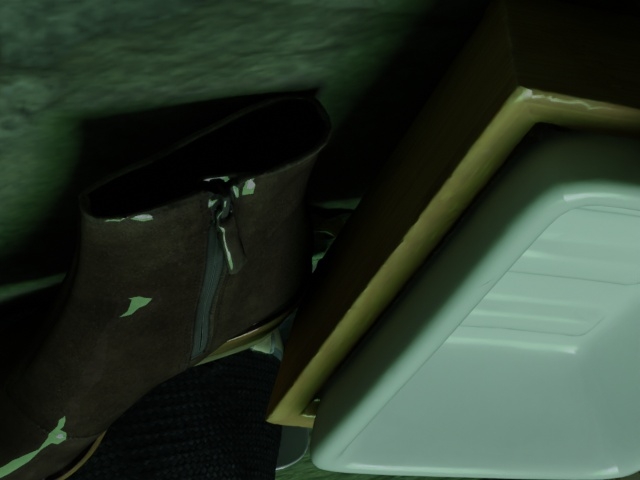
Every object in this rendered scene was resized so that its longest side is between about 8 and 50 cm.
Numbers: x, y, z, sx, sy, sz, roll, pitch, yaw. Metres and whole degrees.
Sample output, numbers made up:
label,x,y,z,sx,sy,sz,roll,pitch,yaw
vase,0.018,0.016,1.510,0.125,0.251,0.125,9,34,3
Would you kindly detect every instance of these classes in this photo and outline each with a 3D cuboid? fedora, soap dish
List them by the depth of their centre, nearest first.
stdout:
label,x,y,z,sx,sy,sz,roll,pitch,yaw
soap dish,0.122,0.015,0.546,0.229,0.118,0.291,6,146,-20
fedora,-0.124,0.144,0.790,0.334,0.152,0.334,-13,162,-4

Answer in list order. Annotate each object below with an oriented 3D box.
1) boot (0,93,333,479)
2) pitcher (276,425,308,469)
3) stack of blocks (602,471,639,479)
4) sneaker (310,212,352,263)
label,x,y,z,sx,sy,sz,roll,pitch,yaw
boot,-0.113,0.030,0.542,0.248,0.090,0.207,-25,157,-20
pitcher,-0.132,0.211,1.072,0.178,0.125,0.207,16,139,-22
stack of blocks,0.249,0.060,0.689,0.087,0.171,0.297,-10,162,-31
sneaker,0.000,0.000,0.669,0.037,0.032,0.083,-13,163,42
